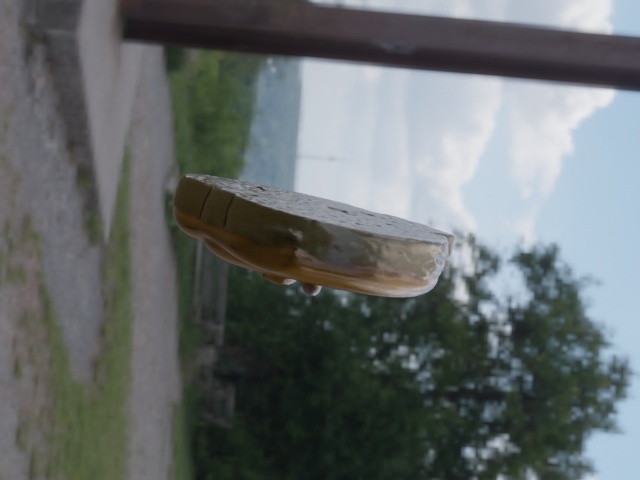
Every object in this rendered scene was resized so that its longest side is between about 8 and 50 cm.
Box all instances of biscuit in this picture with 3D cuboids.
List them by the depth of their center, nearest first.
[{"bbox_3d":[-0.001,0.004,0.767,0.170,0.170,0.050,-101,-155,-83],"label":"biscuit"}]
